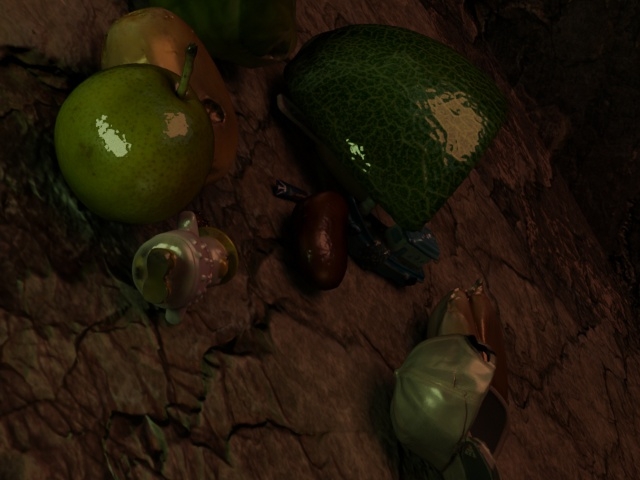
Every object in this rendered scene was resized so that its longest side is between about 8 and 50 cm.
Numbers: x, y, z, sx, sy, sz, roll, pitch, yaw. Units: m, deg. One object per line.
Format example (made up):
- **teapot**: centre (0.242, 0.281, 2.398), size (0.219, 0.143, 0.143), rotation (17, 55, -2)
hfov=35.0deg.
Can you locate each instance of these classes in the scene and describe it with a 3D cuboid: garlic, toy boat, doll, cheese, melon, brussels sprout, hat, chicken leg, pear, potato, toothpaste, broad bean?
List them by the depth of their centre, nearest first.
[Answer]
- **pear**: centre (-0.185, -0.119, 1.105), size (0.180, 0.216, 0.166), rotation (55, 20, 22)
- **doll**: centre (-0.149, 0.029, 1.147), size (0.207, 0.081, 0.129), rotation (-18, 116, -73)
- **potato**: centre (-0.187, -0.176, 1.266), size (0.150, 0.146, 0.234), rotation (-25, 99, -25)
- **chicken leg**: centre (-0.142, -0.003, 1.280), size (0.083, 0.021, 0.036), rotation (55, 15, -7)
- **hat**: centre (0.186, 0.268, 1.430), size (0.232, 0.161, 0.275), rotation (-45, 125, -67)
- **broad bean**: centre (0.000, 0.000, 1.465), size (0.114, 0.084, 0.165), rotation (36, 38, -43)
- **brussels sprout**: centre (-0.140, -0.376, 1.528), size (0.271, 0.210, 0.219), rotation (55, 24, -44)
- **toothpaste**: centre (-0.043, -0.072, 1.548), size (0.083, 0.019, 0.027), rotation (19, 68, -52)
- **toy boat**: centre (0.106, -0.009, 1.655), size (0.238, 0.098, 0.109), rotation (32, 31, -42)
- **garlic**: centre (0.239, 0.182, 1.668), size (0.217, 0.110, 0.228), rotation (52, 33, -40)
- **melon**: centre (0.100, -0.216, 1.690), size (0.343, 0.331, 0.226), rotation (38, -17, -4)
- **cheese**: centre (0.015, -0.164, 1.725), size (0.255, 0.050, 0.127), rotation (41, 29, -32)
